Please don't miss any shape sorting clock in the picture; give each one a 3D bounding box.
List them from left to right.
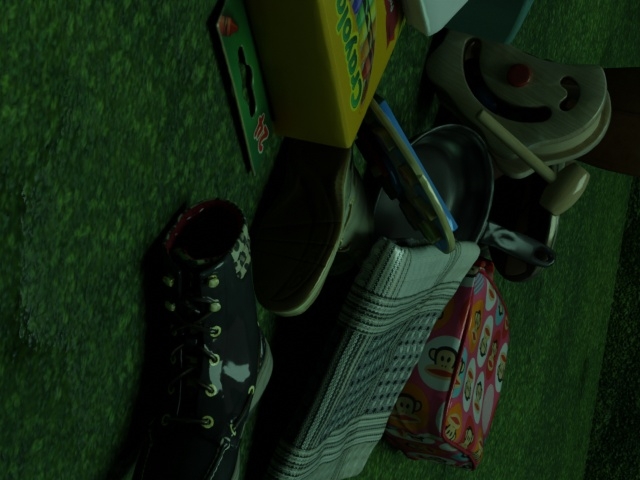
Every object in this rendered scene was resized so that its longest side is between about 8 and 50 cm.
[{"bbox_3d":[0.067,-0.074,1.609,0.040,0.206,0.206,-32,154,-1],"label":"shape sorting clock"}]

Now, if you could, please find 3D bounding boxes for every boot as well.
[{"bbox_3d":[-0.103,0.097,1.328,0.236,0.085,0.178,-67,158,-49],"label":"boot"},{"bbox_3d":[0.000,0.000,1.582,0.165,0.077,0.213,71,29,-60],"label":"boot"},{"bbox_3d":[0.277,-0.098,2.024,0.096,0.280,0.264,55,49,-62],"label":"boot"}]

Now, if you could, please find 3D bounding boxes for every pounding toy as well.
[{"bbox_3d":[0.236,-0.169,1.906,0.154,0.269,0.155,-39,157,-1],"label":"pounding toy"}]

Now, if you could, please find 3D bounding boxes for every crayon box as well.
[{"bbox_3d":[0.013,-0.228,1.477,0.202,0.081,0.318,77,31,-53],"label":"crayon box"}]

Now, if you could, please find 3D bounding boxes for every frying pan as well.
[{"bbox_3d":[0.164,-0.046,1.918,0.326,0.053,0.197,-11,116,-43],"label":"frying pan"}]

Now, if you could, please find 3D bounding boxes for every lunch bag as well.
[{"bbox_3d":[0.161,0.137,2.084,0.293,0.120,0.258,55,50,-66],"label":"lunch bag"}]

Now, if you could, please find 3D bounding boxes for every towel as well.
[{"bbox_3d":[0.056,0.136,1.749,0.312,0.056,0.324,-65,165,9],"label":"towel"}]

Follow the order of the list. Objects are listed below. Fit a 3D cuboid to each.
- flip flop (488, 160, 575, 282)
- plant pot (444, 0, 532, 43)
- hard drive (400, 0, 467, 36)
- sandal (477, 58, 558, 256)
[{"bbox_3d":[0.277,-0.079,2.113,0.080,0.112,0.277,23,66,-36],"label":"flip flop"},{"bbox_3d":[0.184,-0.343,1.805,0.166,0.165,0.234,-60,162,-44],"label":"plant pot"},{"bbox_3d":[0.127,-0.332,1.438,0.203,0.040,0.307,-47,154,-12],"label":"hard drive"},{"bbox_3d":[0.234,-0.114,2.208,0.086,0.120,0.303,35,65,-36],"label":"sandal"}]
